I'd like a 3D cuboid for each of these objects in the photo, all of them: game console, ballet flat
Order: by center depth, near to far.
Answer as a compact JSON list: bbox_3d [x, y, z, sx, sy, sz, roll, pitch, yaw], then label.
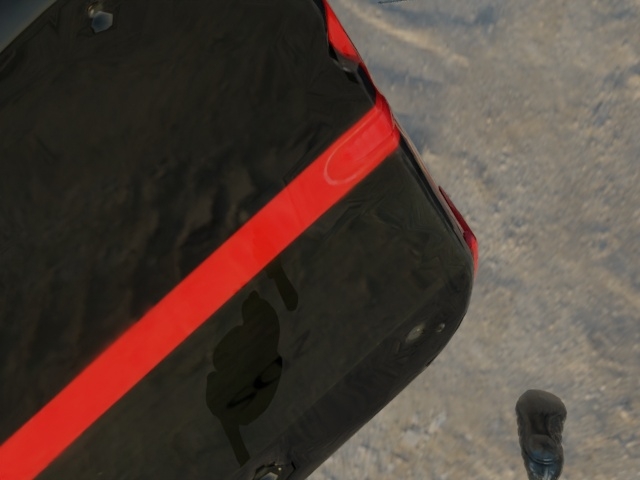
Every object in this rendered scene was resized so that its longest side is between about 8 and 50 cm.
[{"bbox_3d":[-0.121,0.067,0.515,0.386,0.342,0.060,-43,56,-1],"label":"game console"},{"bbox_3d":[0.235,0.211,1.486,0.058,0.173,0.049,11,114,6],"label":"ballet flat"}]

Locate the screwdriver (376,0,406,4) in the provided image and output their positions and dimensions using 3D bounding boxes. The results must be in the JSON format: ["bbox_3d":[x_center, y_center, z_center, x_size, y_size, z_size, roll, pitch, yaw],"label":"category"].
[{"bbox_3d":[0.148,-0.285,1.580,0.170,0.025,0.024,-6,118,0],"label":"screwdriver"}]

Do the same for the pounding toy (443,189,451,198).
[{"bbox_3d":[0.000,0.000,1.108,0.155,0.269,0.154,30,78,2],"label":"pounding toy"}]
